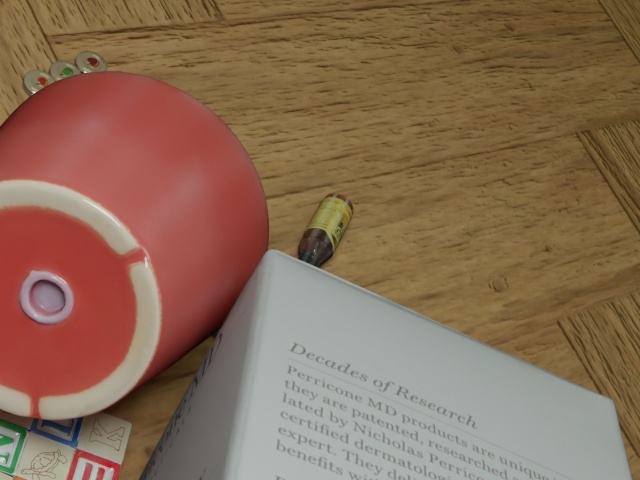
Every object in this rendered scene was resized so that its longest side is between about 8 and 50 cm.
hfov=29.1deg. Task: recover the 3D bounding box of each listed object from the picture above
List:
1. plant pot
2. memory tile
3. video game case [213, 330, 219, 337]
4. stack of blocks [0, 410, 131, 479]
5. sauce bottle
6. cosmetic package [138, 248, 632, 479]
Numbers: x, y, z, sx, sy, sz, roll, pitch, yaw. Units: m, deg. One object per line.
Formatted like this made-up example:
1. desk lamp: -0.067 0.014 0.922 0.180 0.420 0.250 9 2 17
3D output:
1. plant pot: -0.194 0.012 1.027 0.275 0.275 0.243 38 18 -5
2. memory tile: -0.244 -0.138 1.335 0.113 0.012 0.148 -31 79 -43
3. video game case: -0.138 0.012 1.297 0.166 0.015 0.119 41 45 -2
4. stack of blocks: -0.274 0.258 0.975 0.171 0.087 0.297 24 48 -18
5. sauce bottle: 0.000 0.000 1.383 0.042 0.042 0.128 35 48 -9
6. cosmetic package: 0.023 0.286 0.904 0.328 0.329 0.393 24 28 -10
